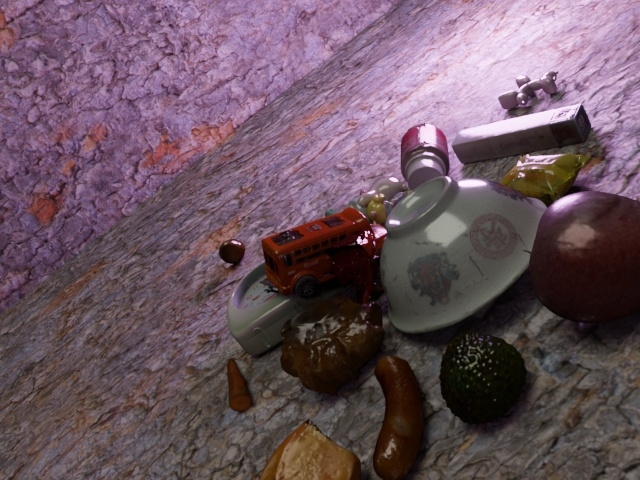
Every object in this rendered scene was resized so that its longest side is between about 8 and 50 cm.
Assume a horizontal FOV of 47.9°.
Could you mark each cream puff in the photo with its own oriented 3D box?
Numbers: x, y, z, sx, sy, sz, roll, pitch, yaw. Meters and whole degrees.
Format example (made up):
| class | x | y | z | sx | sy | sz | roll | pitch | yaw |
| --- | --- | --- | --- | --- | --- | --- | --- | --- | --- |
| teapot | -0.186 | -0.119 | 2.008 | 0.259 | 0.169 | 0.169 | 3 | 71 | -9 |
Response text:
| class | x | y | z | sx | sy | sz | roll | pitch | yaw |
| --- | --- | --- | --- | --- | --- | --- | --- | --- | --- |
| cream puff | 0.016 | 0.231 | 1.637 | 0.269 | 0.155 | 0.241 | -4 | 36 | 48 |

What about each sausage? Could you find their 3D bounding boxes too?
| class | x | y | z | sx | sy | sz | roll | pitch | yaw |
| --- | --- | --- | --- | --- | --- | --- | --- | --- | --- |
| sausage | 0.151 | 0.333 | 1.400 | 0.103 | 0.076 | 0.302 | -34 | 24 | 22 |

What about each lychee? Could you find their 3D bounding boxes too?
| class | x | y | z | sx | sy | sz | roll | pitch | yaw |
| --- | --- | --- | --- | --- | --- | --- | --- | --- | --- |
| lychee | 0.290 | 0.249 | 1.300 | 0.171 | 0.171 | 0.171 | -28 | 27 | 16 |

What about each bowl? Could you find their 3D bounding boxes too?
| class | x | y | z | sx | sy | sz | roll | pitch | yaw |
| --- | --- | --- | --- | --- | --- | --- | --- | --- | --- |
| bowl | 0.272 | -0.015 | 1.608 | 0.435 | 0.196 | 0.435 | -37 | 16 | 13 |

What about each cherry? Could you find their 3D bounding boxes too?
| class | x | y | z | sx | sy | sz | roll | pitch | yaw |
| --- | --- | --- | --- | --- | --- | --- | --- | --- | --- |
| cherry | 0.519 | 0.030 | 1.318 | 0.307 | 0.221 | 0.261 | 7 | 48 | 29 |

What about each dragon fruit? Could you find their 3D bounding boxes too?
| class | x | y | z | sx | sy | sz | roll | pitch | yaw |
| --- | --- | --- | --- | --- | --- | --- | --- | --- | --- |
| dragon fruit | 0.093 | 0.085 | 1.694 | 0.122 | 0.192 | 0.092 | -14 | 22 | -13 |

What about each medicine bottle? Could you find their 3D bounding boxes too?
| class | x | y | z | sx | sy | sz | roll | pitch | yaw |
| --- | --- | --- | --- | --- | --- | --- | --- | --- | --- |
| medicine bottle | 0.300 | -0.227 | 2.074 | 0.147 | 0.147 | 0.247 | -24 | 29 | 22 |

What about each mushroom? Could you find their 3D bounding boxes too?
| class | x | y | z | sx | sy | sz | roll | pitch | yaw |
| --- | --- | --- | --- | --- | --- | --- | --- | --- | --- |
| mushroom | -0.293 | 0.043 | 2.415 | 0.088 | 0.073 | 0.129 | -40 | -11 | -14 |

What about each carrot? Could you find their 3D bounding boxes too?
| class | x | y | z | sx | sy | sz | roll | pitch | yaw |
| --- | --- | --- | --- | --- | --- | --- | --- | --- | --- |
| carrot | -0.217 | 0.356 | 1.830 | 0.057 | 0.057 | 0.224 | -36 | 23 | -1 |

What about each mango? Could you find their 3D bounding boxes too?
| class | x | y | z | sx | sy | sz | roll | pitch | yaw |
| --- | --- | --- | --- | --- | --- | --- | --- | --- | --- |
| mango | -0.044 | 0.480 | 1.326 | 0.187 | 0.138 | 0.257 | 23 | 65 | 40 |

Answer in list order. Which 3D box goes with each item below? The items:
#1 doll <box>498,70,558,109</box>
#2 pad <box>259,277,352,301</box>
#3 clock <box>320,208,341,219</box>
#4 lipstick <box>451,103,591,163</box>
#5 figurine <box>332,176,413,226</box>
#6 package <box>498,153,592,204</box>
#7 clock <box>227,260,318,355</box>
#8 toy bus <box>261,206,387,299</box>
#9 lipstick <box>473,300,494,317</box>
| class | x | y | z | sx | sy | sz | roll | pitch | yaw |
| --- | --- | --- | --- | --- | --- | --- | --- | --- | --- |
| doll | 0.632 | -0.454 | 2.150 | 0.161 | 0.059 | 0.160 | -44 | 28 | -18 |
| pad | 0.051 | 0.053 | 1.887 | 0.367 | 0.007 | 0.248 | -29 | 27 | -34 |
| clock | 0.000 | 0.000 | 2.139 | 0.211 | 0.066 | 0.159 | -42 | 26 | -11 |
| lipstick | 0.538 | -0.285 | 1.962 | 0.371 | 0.076 | 0.080 | -7 | 38 | 44 |
| figurine | 0.135 | -0.077 | 2.000 | 0.235 | 0.127 | 0.155 | -31 | 32 | -17 |
| package | 0.526 | -0.146 | 1.732 | 0.168 | 0.090 | 0.226 | -49 | 26 | -19 |
| clock | -0.127 | 0.152 | 1.991 | 0.265 | 0.108 | 0.324 | -33 | 26 | 5 |
| toy bus | 0.028 | 0.018 | 1.778 | 0.329 | 0.153 | 0.143 | -18 | 24 | -18 |
| lipstick | 0.401 | 0.058 | 1.578 | 0.264 | 0.059 | 0.059 | -47 | 29 | -22 |
